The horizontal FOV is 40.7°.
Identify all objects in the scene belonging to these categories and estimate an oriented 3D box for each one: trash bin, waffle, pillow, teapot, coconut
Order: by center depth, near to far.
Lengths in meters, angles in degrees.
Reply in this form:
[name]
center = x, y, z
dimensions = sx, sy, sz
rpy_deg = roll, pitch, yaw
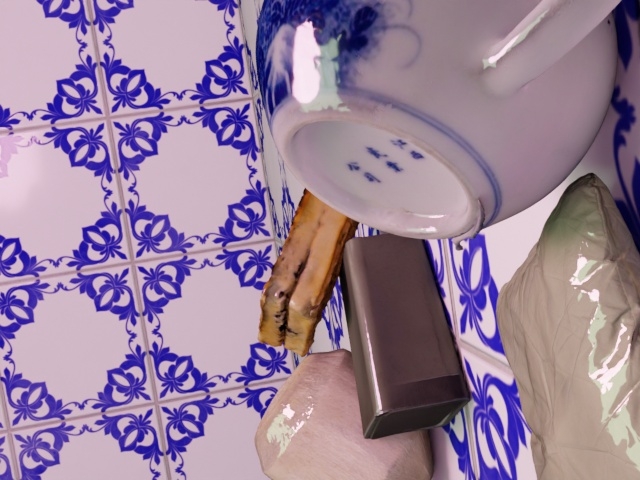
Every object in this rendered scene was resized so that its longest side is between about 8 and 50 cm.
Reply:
[teapot]
center = 0.092, -0.154, 0.625
dimensions = 0.424, 0.252, 0.280
rpy_deg = -23, 38, 62
[pillow]
center = 0.200, 0.128, 0.659
dimensions = 0.274, 0.076, 0.280
rpy_deg = 98, 162, -68
[trash bin]
center = 0.101, 0.128, 1.162
dimensions = 0.164, 0.122, 0.240
rpy_deg = 98, 163, -64
[waffle]
center = 0.001, 0.000, 1.295
dimensions = 0.213, 0.091, 0.308
rpy_deg = 102, -171, -65
[coconut]
center = 0.047, 0.299, 1.297
dimensions = 0.237, 0.266, 0.237
rpy_deg = -56, -5, -8
